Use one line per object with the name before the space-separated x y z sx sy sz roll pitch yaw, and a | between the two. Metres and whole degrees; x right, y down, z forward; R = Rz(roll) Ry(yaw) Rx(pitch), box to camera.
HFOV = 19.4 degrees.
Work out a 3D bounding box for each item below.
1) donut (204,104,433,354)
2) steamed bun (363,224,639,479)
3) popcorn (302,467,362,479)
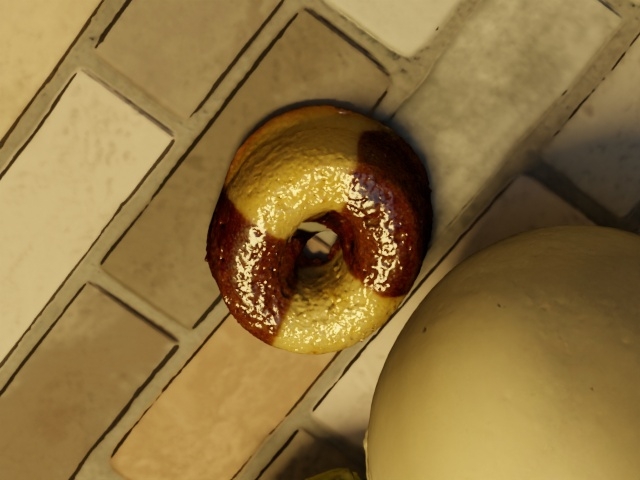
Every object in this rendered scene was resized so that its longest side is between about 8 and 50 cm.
donut | 0.000 0.000 1.356 0.166 0.073 0.184 30 110 -13
steamed bun | 0.193 0.140 1.265 0.324 0.324 0.206 37 140 -12
popcorn | 0.035 0.266 1.402 0.212 0.198 0.198 -16 112 -20
